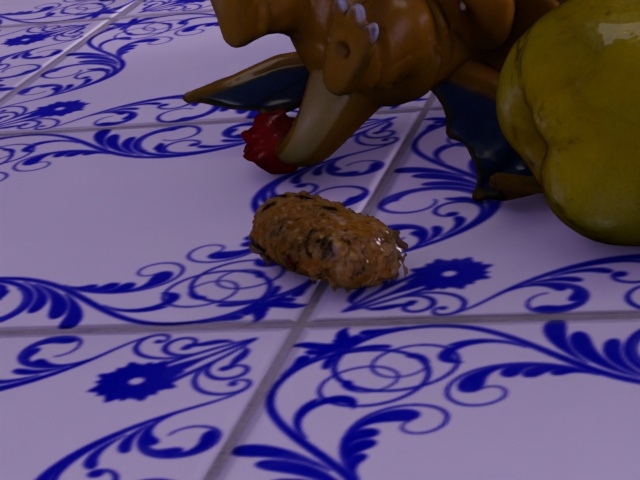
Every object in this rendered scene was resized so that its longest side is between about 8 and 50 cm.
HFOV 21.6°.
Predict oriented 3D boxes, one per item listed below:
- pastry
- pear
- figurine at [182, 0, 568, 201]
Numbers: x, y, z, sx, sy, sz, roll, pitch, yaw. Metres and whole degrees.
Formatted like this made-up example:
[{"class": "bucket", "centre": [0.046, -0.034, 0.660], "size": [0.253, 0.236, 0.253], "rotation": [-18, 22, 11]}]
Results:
[{"class": "pastry", "centre": [0.000, 0.000, 1.215], "size": [0.080, 0.056, 0.140], "rotation": [-9, 14, -37]}, {"class": "pear", "centre": [0.227, -0.090, 1.182], "size": [0.200, 0.200, 0.200], "rotation": [-7, 20, 3]}, {"class": "figurine", "centre": [0.090, -0.205, 1.441], "size": [0.387, 0.268, 0.401], "rotation": [-27, 23, -37]}]
